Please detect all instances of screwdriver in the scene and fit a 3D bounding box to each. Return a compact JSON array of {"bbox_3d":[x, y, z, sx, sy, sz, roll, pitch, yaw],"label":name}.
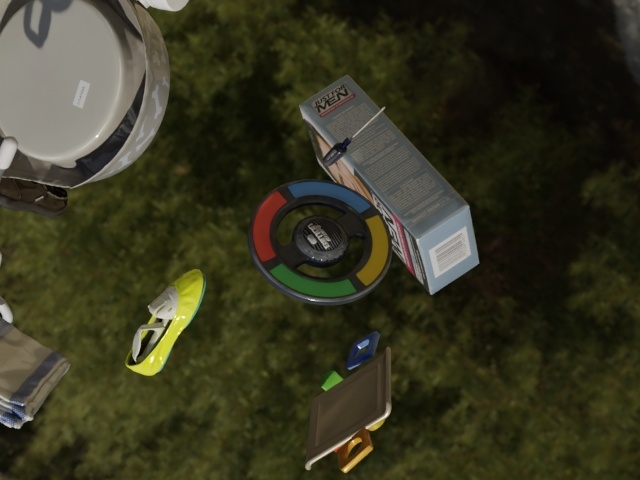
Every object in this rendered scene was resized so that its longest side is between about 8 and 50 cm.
[{"bbox_3d":[0.055,-0.176,2.063,0.024,0.170,0.025,8,-129,-36],"label":"screwdriver"}]

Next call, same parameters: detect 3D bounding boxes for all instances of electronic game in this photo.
[{"bbox_3d":[0.000,0.000,1.946,0.229,0.048,0.229,6,-123,-9],"label":"electronic game"}]

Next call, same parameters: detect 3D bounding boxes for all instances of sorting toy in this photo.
[{"bbox_3d":[0.056,0.290,2.109,0.047,0.196,0.348,44,-158,-18],"label":"sorting toy"}]

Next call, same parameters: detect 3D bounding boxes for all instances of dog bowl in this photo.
[{"bbox_3d":[-0.378,-0.242,1.876,0.349,0.349,0.102,43,-162,20],"label":"dog bowl"}]

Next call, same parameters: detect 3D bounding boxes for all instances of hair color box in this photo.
[{"bbox_3d":[0.120,-0.101,2.201,0.374,0.113,0.185,52,170,34],"label":"hair color box"}]

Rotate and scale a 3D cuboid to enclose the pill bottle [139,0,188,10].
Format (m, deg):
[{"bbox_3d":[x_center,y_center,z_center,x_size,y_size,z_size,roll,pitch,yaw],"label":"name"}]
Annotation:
[{"bbox_3d":[-0.400,-0.514,2.262,0.334,0.188,0.188,14,-175,18],"label":"pill bottle"}]

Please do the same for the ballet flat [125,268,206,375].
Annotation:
[{"bbox_3d":[-0.287,0.149,2.269,0.077,0.231,0.077,13,-155,-39],"label":"ballet flat"}]

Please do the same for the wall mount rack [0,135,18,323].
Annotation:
[{"bbox_3d":[-0.491,-0.049,1.481,0.350,0.130,0.304,28,149,-1],"label":"wall mount rack"}]

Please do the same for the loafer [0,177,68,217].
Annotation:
[{"bbox_3d":[-0.482,-0.090,2.100,0.080,0.078,0.220,24,-175,14],"label":"loafer"}]

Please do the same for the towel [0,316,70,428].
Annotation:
[{"bbox_3d":[-0.404,0.086,1.343,0.285,0.034,0.209,36,-170,-4],"label":"towel"}]
